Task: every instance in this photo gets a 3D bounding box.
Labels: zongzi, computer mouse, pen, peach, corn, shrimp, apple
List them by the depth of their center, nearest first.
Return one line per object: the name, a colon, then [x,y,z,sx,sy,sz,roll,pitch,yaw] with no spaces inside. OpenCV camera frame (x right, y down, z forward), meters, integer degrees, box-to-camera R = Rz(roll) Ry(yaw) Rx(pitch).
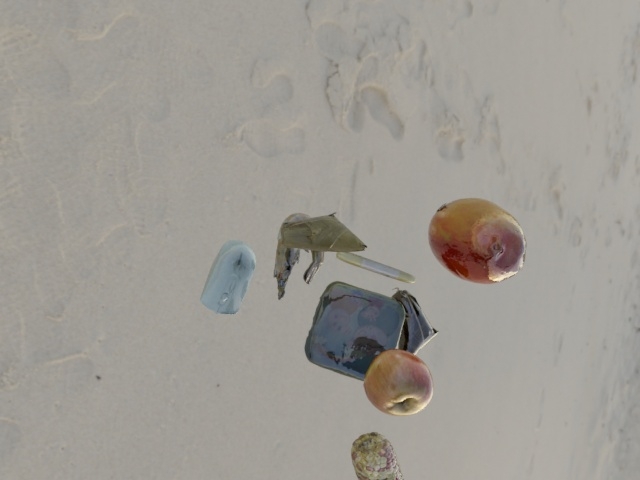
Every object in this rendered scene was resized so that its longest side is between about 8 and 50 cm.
corn: [0.138,0.534,1.238,0.098,0.098,0.290,-46,130,-41]
zongzi: [0.000,0.000,1.334,0.160,0.176,0.078,-13,117,-18]
shrimp: [-0.057,0.049,1.506,0.145,0.059,0.254,19,62,-31]
pen: [0.151,0.073,1.560,0.040,0.233,0.032,-120,-130,-77]
computer mouse: [-0.271,0.109,1.712,0.128,0.079,0.231,20,74,-21]
apple: [0.231,0.425,1.714,0.164,0.209,0.209,-102,175,-50]
peach: [0.569,0.005,2.060,0.290,0.372,0.373,-42,138,-13]
zongzi: [0.308,0.322,2.161,0.241,0.111,0.248,-34,93,-43]

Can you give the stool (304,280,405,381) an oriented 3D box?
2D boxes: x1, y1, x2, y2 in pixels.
stool: [0.117,0.328,2.070,0.226,0.310,0.310,101,10,-82]
